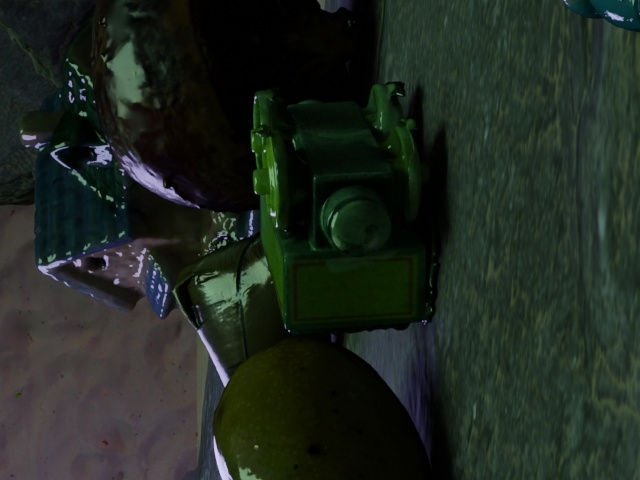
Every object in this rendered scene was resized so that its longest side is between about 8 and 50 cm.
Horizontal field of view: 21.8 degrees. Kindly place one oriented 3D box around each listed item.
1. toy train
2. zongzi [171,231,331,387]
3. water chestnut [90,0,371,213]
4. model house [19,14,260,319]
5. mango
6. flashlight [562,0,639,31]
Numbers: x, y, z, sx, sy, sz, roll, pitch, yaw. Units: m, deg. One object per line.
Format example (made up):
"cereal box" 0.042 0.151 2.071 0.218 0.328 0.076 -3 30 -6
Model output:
"toy train" 0.014 -0.033 1.493 0.272 0.159 0.188 -109 17 -66
"zongzi" -0.007 0.099 1.877 0.289 0.123 0.260 -21 93 38
"water chestnut" -0.084 -0.202 1.821 0.350 0.302 0.350 30 -128 -48
"model house" -0.253 -0.113 2.466 0.445 0.400 0.395 107 165 -57
"mango" 0.012 0.205 1.376 0.329 0.176 0.176 -125 29 -53
"flashlight" 0.166 -0.137 0.898 0.129 0.051 0.051 -129 41 -67
